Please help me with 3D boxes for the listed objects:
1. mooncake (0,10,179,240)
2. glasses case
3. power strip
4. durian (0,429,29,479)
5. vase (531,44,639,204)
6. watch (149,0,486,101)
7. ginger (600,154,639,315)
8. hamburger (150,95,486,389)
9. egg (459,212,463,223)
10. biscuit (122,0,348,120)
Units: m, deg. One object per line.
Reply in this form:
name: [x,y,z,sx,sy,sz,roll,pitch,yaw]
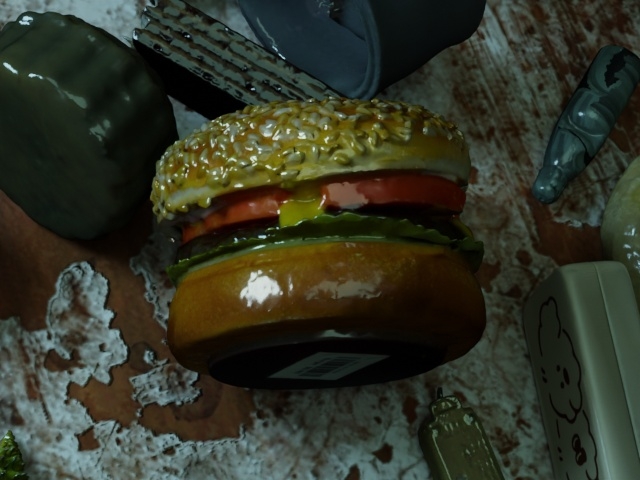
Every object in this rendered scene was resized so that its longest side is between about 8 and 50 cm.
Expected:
mooncake: [-0.250,-0.119,1.679,0.228,0.228,0.124,40,58,5]
glasses case: [0.289,0.197,1.711,0.076,0.144,0.336,-5,69,-14]
power strip: [0.171,0.292,1.703,0.064,0.044,0.305,-17,75,-18]
durian: [-0.332,0.261,1.565,0.187,0.108,0.119,-34,78,-22]
vase: [0.293,-0.125,1.886,0.060,0.060,0.211,33,66,2]
watch: [0.011,-0.319,1.754,0.314,0.335,0.327,-36,70,-23]
ginger: [0.373,-0.003,1.817,0.138,0.152,0.267,12,68,25]
hamburger: [0.000,0.000,1.621,0.330,0.330,0.250,0,73,-12]
egg: [0.111,-0.035,1.804,0.083,0.071,0.071,-7,70,-13]
biscuit: [-0.094,-0.167,1.792,0.252,0.106,0.070,30,72,1]
